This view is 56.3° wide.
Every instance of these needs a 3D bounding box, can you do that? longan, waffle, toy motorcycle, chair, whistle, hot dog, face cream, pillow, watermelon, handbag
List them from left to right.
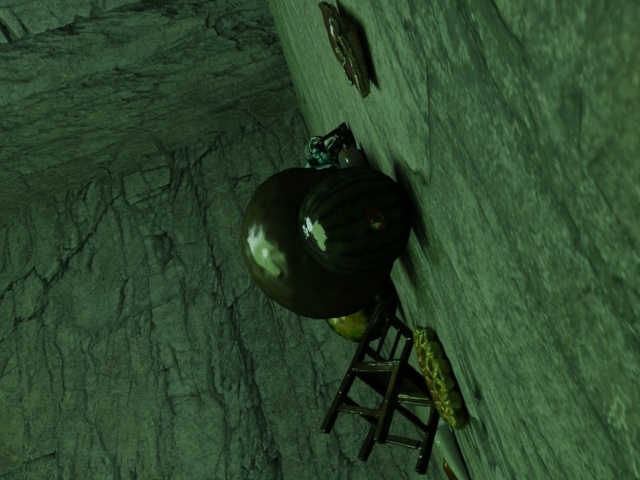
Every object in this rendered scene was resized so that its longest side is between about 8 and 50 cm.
[{"bbox_3d":[0.000,0.000,1.469,0.391,0.391,0.391,-20,-90,-90],"label":"longan"},{"bbox_3d":[0.029,-0.176,1.813,0.206,0.154,0.260,37,138,21],"label":"toy motorcycle"},{"bbox_3d":[0.028,-0.247,1.657,0.072,0.139,0.115,61,176,20],"label":"handbag"},{"bbox_3d":[0.043,-0.341,1.056,0.232,0.043,0.126,-108,-2,-56],"label":"pillow"},{"bbox_3d":[0.067,-0.035,1.113,0.212,0.212,0.212,-20,-90,-90],"label":"watermelon"},{"bbox_3d":[0.139,0.223,2.078,0.269,0.269,0.268,-20,-90,-90],"label":"watermelon"},{"bbox_3d":[0.105,-0.160,1.561,0.107,0.057,0.220,44,162,59],"label":"whistle"},{"bbox_3d":[0.213,0.380,1.626,0.203,0.416,0.241,42,149,-23],"label":"chair"},{"bbox_3d":[0.278,0.324,1.430,0.250,0.056,0.261,70,-178,-73],"label":"waffle"},{"bbox_3d":[0.401,0.656,1.799,0.243,0.058,0.092,64,176,-3],"label":"face cream"},{"bbox_3d":[0.434,0.753,1.944,0.108,0.059,0.191,-100,-11,-62],"label":"hot dog"}]

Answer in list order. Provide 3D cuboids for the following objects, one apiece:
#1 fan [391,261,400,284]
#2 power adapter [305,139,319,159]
[{"bbox_3d":[0.181,-0.005,1.887,0.414,0.012,0.233,-117,8,-69],"label":"fan"},{"bbox_3d":[0.024,-0.276,1.990,0.205,0.130,0.125,72,178,-65],"label":"power adapter"}]
